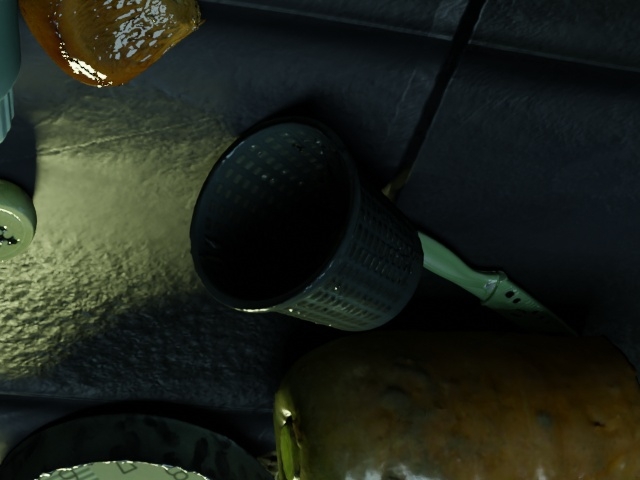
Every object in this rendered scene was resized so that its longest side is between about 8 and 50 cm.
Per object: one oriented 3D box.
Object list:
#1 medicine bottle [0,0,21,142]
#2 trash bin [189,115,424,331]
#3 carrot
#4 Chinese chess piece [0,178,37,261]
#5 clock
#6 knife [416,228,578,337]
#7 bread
[{"bbox_3d":[-0.294,-0.201,1.211,0.158,0.158,0.318,-4,136,-8],"label":"medicine bottle"},{"bbox_3d":[0.000,0.000,1.499,0.175,0.175,0.161,-32,146,21],"label":"trash bin"},{"bbox_3d":[0.132,0.191,1.676,0.340,0.224,0.224,-5,137,-13],"label":"carrot"},{"bbox_3d":[-0.287,-0.016,1.499,0.084,0.034,0.084,-7,138,-6],"label":"Chinese chess piece"},{"bbox_3d":[-0.193,0.302,1.803,0.312,0.061,0.313,1,133,1],"label":"clock"},{"bbox_3d":[0.157,0.041,1.666,0.043,0.020,0.293,-33,134,27],"label":"knife"},{"bbox_3d":[-0.166,-0.174,1.352,0.126,0.044,0.129,-28,132,15],"label":"bread"}]
